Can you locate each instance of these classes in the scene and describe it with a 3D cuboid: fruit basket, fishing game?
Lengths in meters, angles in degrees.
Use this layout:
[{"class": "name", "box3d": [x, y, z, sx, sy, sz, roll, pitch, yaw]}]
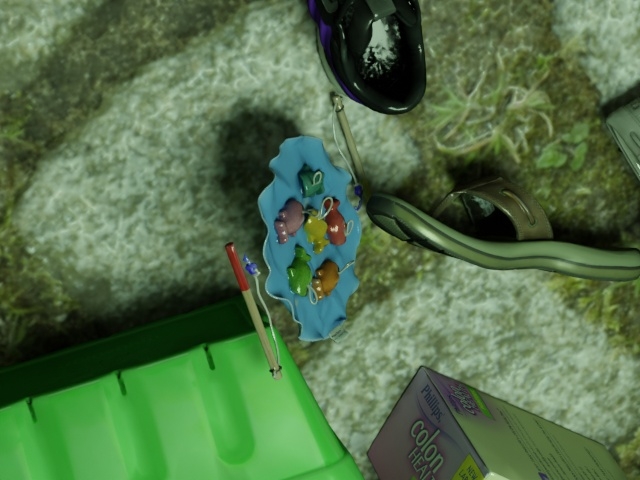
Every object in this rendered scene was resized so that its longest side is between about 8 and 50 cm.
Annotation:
[{"class": "fruit basket", "box3d": [-0.139, 0.273, 1.560, 0.392, 0.283, 0.392, -2, 99, -10]}, {"class": "fishing game", "box3d": [0.000, 0.000, 1.514, 0.041, 0.264, 0.189, -3, 119, 27]}]

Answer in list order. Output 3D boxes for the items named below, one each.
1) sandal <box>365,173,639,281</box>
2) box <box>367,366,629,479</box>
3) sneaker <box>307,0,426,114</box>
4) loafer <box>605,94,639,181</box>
[{"class": "sandal", "box3d": [0.176, -0.017, 1.627, 0.302, 0.120, 0.086, 9, 94, -29]}, {"class": "box", "box3d": [0.198, 0.260, 1.686, 0.243, 0.213, 0.117, 25, 105, -24]}, {"class": "sneaker", "box3d": [0.028, -0.234, 1.463, 0.102, 0.146, 0.293, -26, 117, -3]}, {"class": "loafer", "box3d": [0.365, 0.008, 1.641, 0.111, 0.112, 0.319, -20, 88, -1]}]
